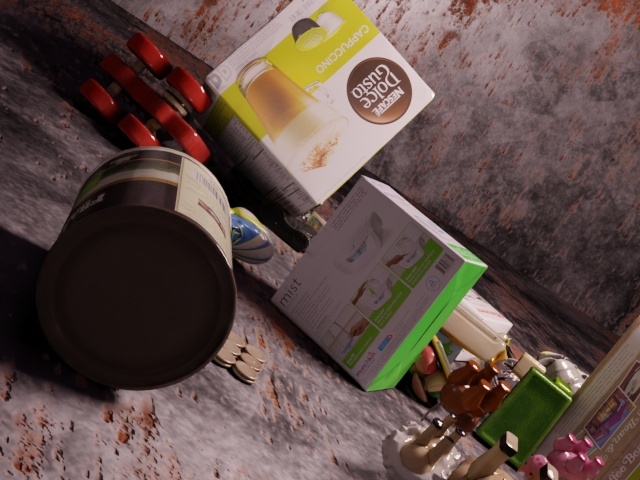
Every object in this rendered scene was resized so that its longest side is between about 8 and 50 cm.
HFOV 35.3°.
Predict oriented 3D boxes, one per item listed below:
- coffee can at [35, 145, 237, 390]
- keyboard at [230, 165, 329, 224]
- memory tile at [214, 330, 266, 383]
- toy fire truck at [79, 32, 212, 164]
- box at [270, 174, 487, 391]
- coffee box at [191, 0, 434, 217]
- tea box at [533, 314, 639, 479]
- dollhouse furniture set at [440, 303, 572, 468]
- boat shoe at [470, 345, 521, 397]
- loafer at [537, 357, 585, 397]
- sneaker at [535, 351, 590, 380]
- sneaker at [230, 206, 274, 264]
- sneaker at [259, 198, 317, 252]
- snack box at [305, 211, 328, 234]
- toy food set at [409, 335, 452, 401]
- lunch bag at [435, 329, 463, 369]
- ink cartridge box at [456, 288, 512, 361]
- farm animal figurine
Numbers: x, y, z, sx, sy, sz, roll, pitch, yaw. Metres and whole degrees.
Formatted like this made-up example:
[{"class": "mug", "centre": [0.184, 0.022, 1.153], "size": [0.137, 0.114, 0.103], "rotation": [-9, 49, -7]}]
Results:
[{"class": "coffee can", "centre": [-0.199, 0.020, 1.143], "size": [0.201, 0.202, 0.275], "rotation": [33, 12, -15]}, {"class": "keyboard", "centre": [-0.074, -0.090, 2.348], "size": [0.317, 0.033, 0.201], "rotation": [30, 13, -29]}, {"class": "memory tile", "centre": [-0.139, 0.133, 1.334], "size": [0.148, 0.012, 0.113], "rotation": [36, 12, -3]}, {"class": "toy fire truck", "centre": [-0.319, -0.250, 2.015], "size": [0.302, 0.169, 0.254], "rotation": [42, -5, 24]}, {"class": "box", "centre": [0.090, 0.069, 1.624], "size": [0.231, 0.262, 0.126], "rotation": [40, 12, 24]}, {"class": "coffee box", "centre": [-0.027, -0.280, 2.093], "size": [0.334, 0.337, 0.338], "rotation": [48, -12, -5]}, {"class": "tea box", "centre": [0.614, 0.371, 1.765], "size": [0.323, 0.329, 0.220], "rotation": [33, 13, -17]}, {"class": "dollhouse furniture set", "centre": [0.287, 0.237, 1.804], "size": [0.301, 0.151, 0.197], "rotation": [39, 7, 10]}, {"class": "boat shoe", "centre": [0.370, 0.277, 2.018], "size": [0.102, 0.092, 0.285], "rotation": [34, 12, -8]}, {"class": "loafer", "centre": [0.473, 0.292, 2.033], "size": [0.319, 0.112, 0.112], "rotation": [95, -22, -79]}, {"class": "sneaker", "centre": [0.592, 0.327, 2.524], "size": [0.208, 0.081, 0.094], "rotation": [35, 3, -38]}, {"class": "sneaker", "centre": [-0.189, -0.018, 1.662], "size": [0.240, 0.091, 0.126], "rotation": [35, 30, -8]}, {"class": "sneaker", "centre": [-0.051, -0.019, 2.095], "size": [0.170, 0.051, 0.089], "rotation": [44, 14, 16]}, {"class": "snack box", "centre": [0.027, 0.015, 2.138], "size": [0.178, 0.064, 0.022], "rotation": [44, 16, 33]}, {"class": "toy food set", "centre": [0.183, 0.221, 1.727], "size": [0.218, 0.071, 0.128], "rotation": [-80, 148, -86]}, {"class": "lunch bag", "centre": [0.195, 0.161, 1.981], "size": [0.176, 0.090, 0.219], "rotation": [36, 13, -3]}, {"class": "ink cartridge box", "centre": [0.264, 0.137, 2.209], "size": [0.273, 0.115, 0.198], "rotation": [42, 13, 28]}, {"class": "farm animal figurine", "centre": [0.230, 0.336, 1.267], "size": [0.330, 0.172, 0.326], "rotation": [46, 26, 10]}]
